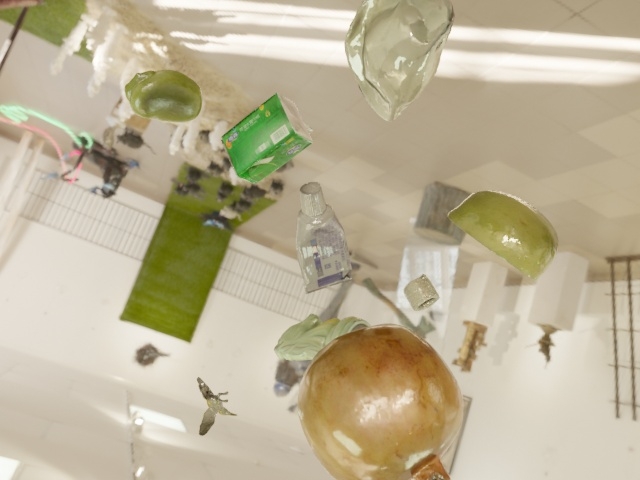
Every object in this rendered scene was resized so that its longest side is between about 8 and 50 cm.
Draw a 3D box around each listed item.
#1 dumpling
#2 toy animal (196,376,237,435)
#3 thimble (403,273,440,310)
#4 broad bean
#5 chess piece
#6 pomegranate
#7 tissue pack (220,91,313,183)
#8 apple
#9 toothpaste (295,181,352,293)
[{"bbox_3d":[0.186,-0.496,1.453,0.260,0.181,0.341,41,162,9],"label":"dumpling"},{"bbox_3d":[-0.330,0.537,1.806,0.155,0.219,0.095,19,123,-19],"label":"toy animal"},{"bbox_3d":[0.339,0.178,1.876,0.102,0.090,0.115,-19,155,-19],"label":"thimble"},{"bbox_3d":[-0.366,-0.338,1.301,0.174,0.124,0.082,-9,-140,-29],"label":"broad bean"},{"bbox_3d":[0.002,0.307,1.707,0.298,0.176,0.176,1,158,38],"label":"chess piece"},{"bbox_3d":[0.101,0.267,0.856,0.270,0.252,0.229,59,167,29],"label":"pomegranate"},{"bbox_3d":[-0.133,-0.269,1.520,0.209,0.148,0.156,-34,159,21],"label":"tissue pack"},{"bbox_3d":[0.591,-0.016,1.838,0.360,0.311,0.320,40,152,16],"label":"apple"},{"bbox_3d":[0.002,0.000,1.136,0.099,0.068,0.282,3,136,14],"label":"toothpaste"}]
